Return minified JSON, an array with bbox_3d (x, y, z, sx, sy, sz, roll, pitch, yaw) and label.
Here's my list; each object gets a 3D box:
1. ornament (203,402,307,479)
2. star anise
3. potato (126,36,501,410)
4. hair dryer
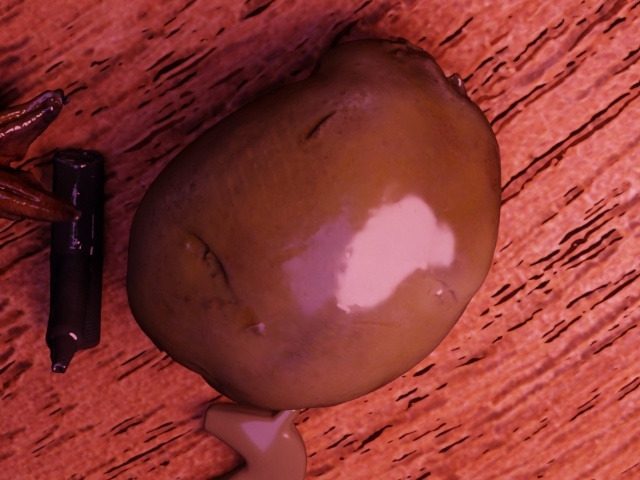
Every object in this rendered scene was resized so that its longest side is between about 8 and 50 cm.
[{"bbox_3d":[-0.074,0.263,1.752,0.245,0.061,0.230,-32,100,18],"label":"ornament"},{"bbox_3d":[-0.315,-0.050,1.644,0.272,0.102,0.272,-3,77,12],"label":"star anise"},{"bbox_3d":[0.000,0.000,1.557,0.326,0.221,0.243,-33,68,15],"label":"potato"},{"bbox_3d":[-0.205,0.031,1.617,0.050,0.195,0.173,1,108,-3],"label":"hair dryer"}]
